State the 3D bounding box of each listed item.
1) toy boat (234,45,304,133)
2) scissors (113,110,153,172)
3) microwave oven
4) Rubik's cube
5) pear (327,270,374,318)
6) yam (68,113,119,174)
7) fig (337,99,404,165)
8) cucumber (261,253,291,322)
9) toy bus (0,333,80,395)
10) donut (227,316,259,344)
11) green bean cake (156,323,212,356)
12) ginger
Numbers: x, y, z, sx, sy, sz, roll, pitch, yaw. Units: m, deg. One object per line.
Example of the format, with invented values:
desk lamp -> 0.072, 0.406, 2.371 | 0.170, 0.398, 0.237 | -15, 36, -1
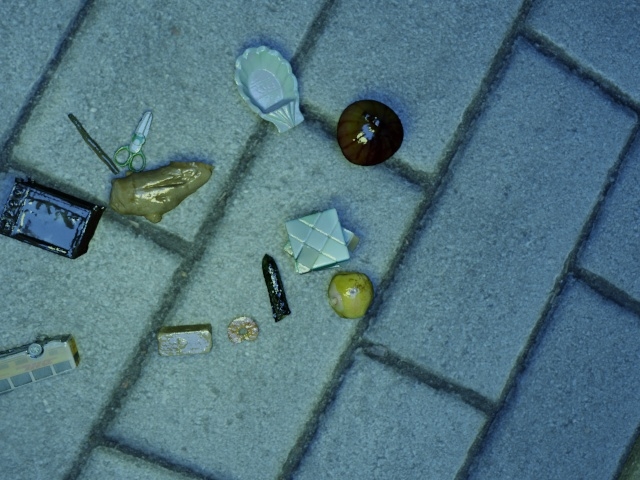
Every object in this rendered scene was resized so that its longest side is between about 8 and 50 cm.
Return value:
toy boat -> -0.173, -0.505, 1.745 | 0.199, 0.100, 0.290 | -31, 99, -8
scissors -> -0.599, -0.329, 1.698 | 0.101, 0.027, 0.205 | 24, 90, -14
microwave oven -> -0.822, -0.067, 1.584 | 0.247, 0.188, 0.178 | 22, 88, -12
Rubik's cube -> 0.000, 0.000, 1.768 | 0.265, 0.213, 0.225 | -14, 82, 0
pear -> 0.106, 0.193, 1.817 | 0.177, 0.178, 0.178 | -1, 94, -12
yam -> -0.738, -0.310, 1.672 | 0.234, 0.029, 0.027 | 52, 55, -9
fig -> 0.171, -0.369, 1.784 | 0.234, 0.214, 0.235 | -11, 109, -34
cucumber -> -0.159, 0.166, 1.807 | 0.067, 0.067, 0.245 | -15, 98, -11
toy bus -> -0.955, 0.394, 1.634 | 0.342, 0.097, 0.138 | -18, 104, -12
donut -> -0.271, 0.311, 1.804 | 0.108, 0.043, 0.097 | -3, 95, -11
green bean cake -> -0.454, 0.333, 1.731 | 0.179, 0.109, 0.085 | -2, 94, -13
ginger -> -0.510, -0.175, 1.678 | 0.353, 0.126, 0.190 | -28, 94, -8
